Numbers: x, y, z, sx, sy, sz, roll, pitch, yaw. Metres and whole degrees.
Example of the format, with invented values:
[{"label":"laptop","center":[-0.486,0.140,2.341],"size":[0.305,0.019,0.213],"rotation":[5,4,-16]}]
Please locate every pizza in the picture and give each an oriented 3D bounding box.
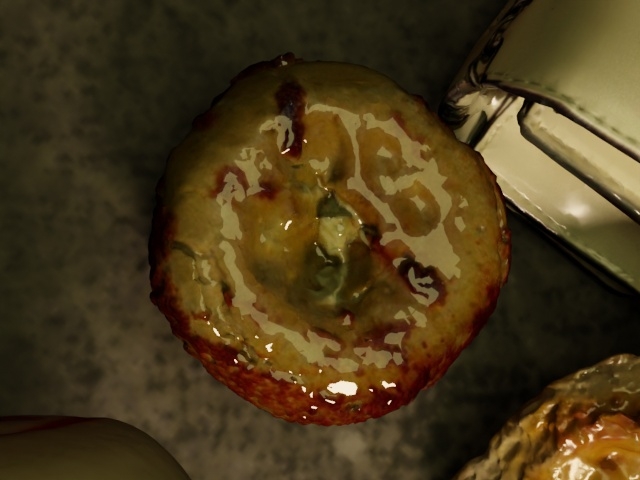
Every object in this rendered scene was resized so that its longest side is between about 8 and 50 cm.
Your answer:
[{"label":"pizza","center":[0.154,0.094,0.583],"size":[0.182,0.062,0.161],"rotation":[9,125,-20]}]

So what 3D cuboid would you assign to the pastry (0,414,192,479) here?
[{"label":"pastry","center":[-0.145,0.123,0.411],"size":[0.264,0.265,0.133],"rotation":[-6,89,-18]}]

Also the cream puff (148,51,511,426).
[{"label":"cream puff","center":[0.000,0.000,0.560],"size":[0.149,0.084,0.149],"rotation":[2,83,-17]}]

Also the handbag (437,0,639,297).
[{"label":"handbag","center":[0.236,-0.135,0.608],"size":[0.236,0.160,0.358],"rotation":[35,76,-8]}]
